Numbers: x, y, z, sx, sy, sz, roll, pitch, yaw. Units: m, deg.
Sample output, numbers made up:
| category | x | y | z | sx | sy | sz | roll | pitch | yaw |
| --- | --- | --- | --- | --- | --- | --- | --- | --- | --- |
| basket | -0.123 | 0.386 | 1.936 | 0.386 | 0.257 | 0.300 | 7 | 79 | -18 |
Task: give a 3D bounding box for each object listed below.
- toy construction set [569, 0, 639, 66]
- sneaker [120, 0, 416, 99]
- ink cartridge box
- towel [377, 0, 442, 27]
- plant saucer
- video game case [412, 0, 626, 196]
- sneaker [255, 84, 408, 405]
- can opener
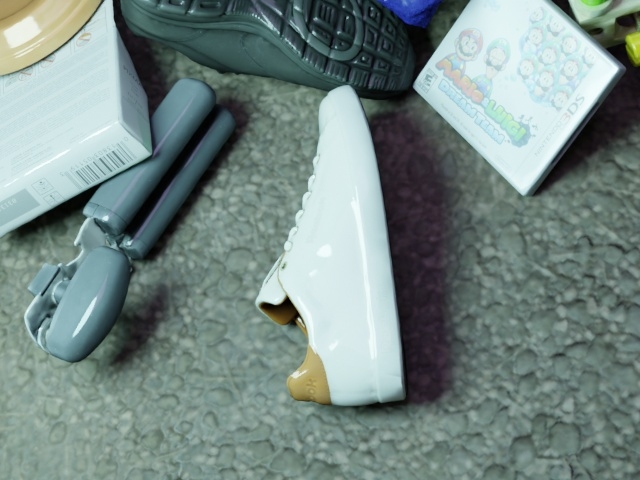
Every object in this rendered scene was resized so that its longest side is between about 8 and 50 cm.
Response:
| category | x | y | z | sx | sy | sz | roll | pitch | yaw |
| --- | --- | --- | --- | --- | --- | --- | --- | --- | --- |
| toy construction set | 0.329 | -0.263 | 1.447 | 0.327 | 0.151 | 0.215 | -23 | 62 | 11 |
| sneaker | -0.051 | -0.197 | 1.504 | 0.286 | 0.130 | 0.109 | 22 | 67 | -4 |
| ink cartridge box | -0.248 | -0.121 | 1.514 | 0.181 | 0.056 | 0.225 | -27 | 39 | 15 |
| towel | 0.043 | -0.366 | 1.449 | 0.308 | 0.076 | 0.228 | 42 | 107 | 7 |
| plant saucer | -0.293 | -0.245 | 1.578 | 0.200 | 0.037 | 0.200 | -15 | 50 | 19 |
| video game case | 0.170 | -0.143 | 1.437 | 0.157 | 0.019 | 0.143 | 48 | 118 | 26 |
| sneaker | 0.000 | 0.000 | 1.395 | 0.123 | 0.106 | 0.290 | -7 | 65 | 5 |
| can opener | -0.156 | -0.013 | 1.444 | 0.095 | 0.076 | 0.283 | 19 | 68 | 40 |
